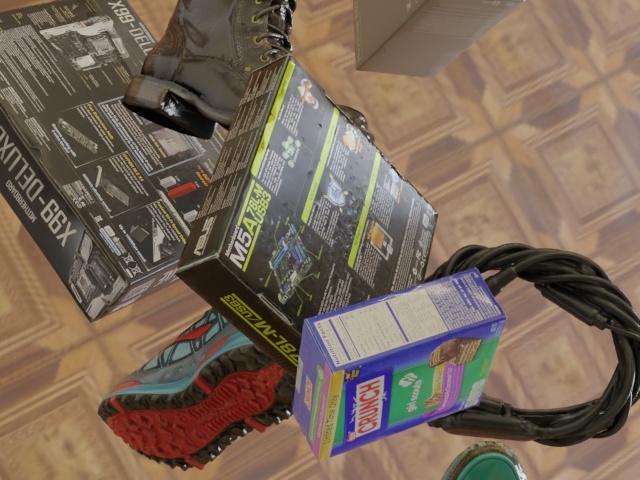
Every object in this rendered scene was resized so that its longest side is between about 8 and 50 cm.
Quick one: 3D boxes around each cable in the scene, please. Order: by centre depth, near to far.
[{"bbox_3d":[0.161,0.077,0.958,0.184,0.047,0.151,2,78,11],"label":"cable"}]

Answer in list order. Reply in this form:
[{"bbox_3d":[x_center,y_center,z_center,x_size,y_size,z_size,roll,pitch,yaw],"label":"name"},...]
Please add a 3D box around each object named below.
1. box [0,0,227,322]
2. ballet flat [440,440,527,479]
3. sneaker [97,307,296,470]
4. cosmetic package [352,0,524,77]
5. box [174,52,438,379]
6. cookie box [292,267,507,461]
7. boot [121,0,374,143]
[{"bbox_3d":[-0.214,-0.098,1.265,0.307,0.076,0.242,53,38,6],"label":"box"},{"bbox_3d":[0.098,0.208,0.812,0.070,0.070,0.188,-6,106,-25],"label":"ballet flat"},{"bbox_3d":[-0.087,0.117,1.122,0.104,0.262,0.125,48,42,-20],"label":"sneaker"},{"bbox_3d":[0.115,-0.263,1.302,0.107,0.238,0.127,3,76,-20],"label":"cosmetic package"},{"bbox_3d":[0.000,0.000,0.869,0.184,0.045,0.191,42,45,-29],"label":"box"},{"bbox_3d":[0.042,0.070,0.714,0.107,0.092,0.040,-16,54,-18],"label":"cookie box"},{"bbox_3d":[-0.041,-0.191,1.039,0.091,0.263,0.229,32,77,-58],"label":"boot"}]
